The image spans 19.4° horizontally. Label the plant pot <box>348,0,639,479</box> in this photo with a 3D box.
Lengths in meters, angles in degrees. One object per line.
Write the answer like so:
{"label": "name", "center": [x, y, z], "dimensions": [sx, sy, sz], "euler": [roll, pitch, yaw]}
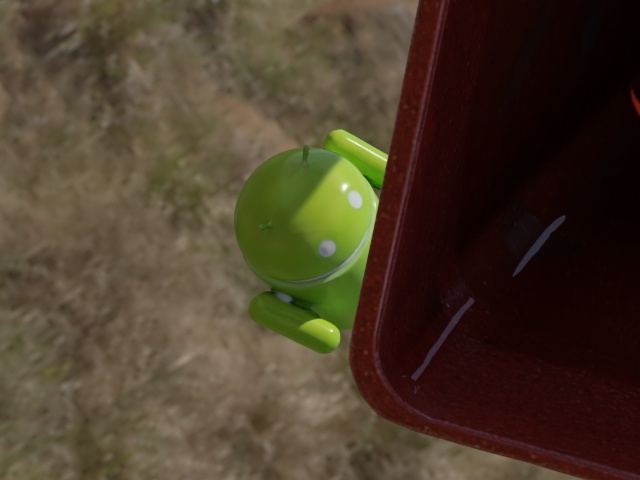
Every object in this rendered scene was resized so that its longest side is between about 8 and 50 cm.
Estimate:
{"label": "plant pot", "center": [0.183, -0.083, 0.477], "dimensions": [0.267, 0.267, 0.236], "euler": [15, 22, 11]}

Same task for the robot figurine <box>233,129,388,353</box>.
{"label": "robot figurine", "center": [0.000, 0.000, 0.873], "dimensions": [0.067, 0.101, 0.115], "euler": [18, -18, 26]}
